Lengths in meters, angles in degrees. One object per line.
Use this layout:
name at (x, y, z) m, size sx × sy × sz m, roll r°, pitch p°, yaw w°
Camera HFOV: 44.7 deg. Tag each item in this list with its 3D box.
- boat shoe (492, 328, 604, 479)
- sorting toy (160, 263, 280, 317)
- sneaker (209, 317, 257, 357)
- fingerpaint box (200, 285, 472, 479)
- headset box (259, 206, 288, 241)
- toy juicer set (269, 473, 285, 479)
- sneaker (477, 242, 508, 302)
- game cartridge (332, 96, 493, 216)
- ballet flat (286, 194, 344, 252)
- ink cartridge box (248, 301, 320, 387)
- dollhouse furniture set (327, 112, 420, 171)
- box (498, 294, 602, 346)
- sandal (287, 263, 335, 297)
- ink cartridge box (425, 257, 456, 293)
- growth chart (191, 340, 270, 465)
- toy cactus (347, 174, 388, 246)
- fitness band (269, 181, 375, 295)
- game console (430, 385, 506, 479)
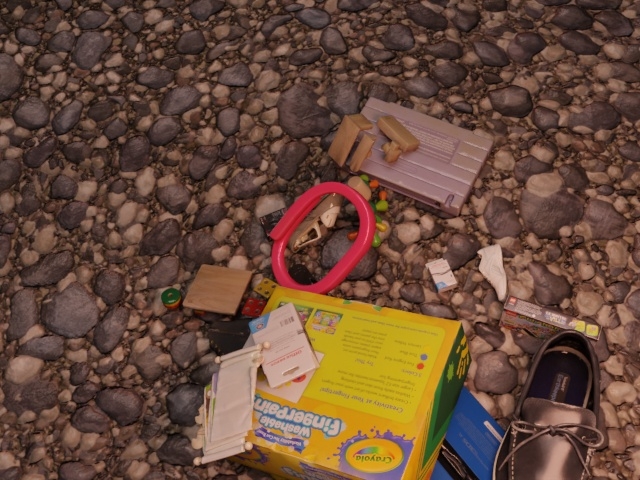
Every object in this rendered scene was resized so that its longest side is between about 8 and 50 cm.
boat shoe at (0.460, 0.386, 1.550) m, size 0.187 × 0.156 × 0.500 m, roll 13°, pitch 50°, yaw 17°
sorting toy at (-0.235, 0.129, 1.872) m, size 0.275 × 0.046 × 0.132 m, roll 7°, pitch 48°, yaw 14°
sneaker at (-0.203, 0.283, 1.791) m, size 0.118 × 0.083 × 0.222 m, roll -2°, pitch 53°, yaw 11°
fingerpaint box at (0.040, 0.318, 1.609) m, size 0.445 × 0.163 × 0.371 m, roll 8°, pitch 54°, yaw 28°
headset box at (-0.105, -0.042, 1.964) m, size 0.083 × 0.032 × 0.062 m, roll -22°, pitch 63°, yaw -3°
toy juicer set at (0.038, 0.535, 1.624) m, size 0.209 × 0.089 × 0.329 m, roll -28°, pitch 52°, yaw -11°
sneaker at (0.409, 0.080, 1.837) m, size 0.061 × 0.053 × 0.152 m, roll -11°, pitch 56°, yaw 11°
game cartridge at (0.239, -0.223, 2.004) m, size 0.355 × 0.068 × 0.230 m, roll 24°, pitch 64°, yaw 17°
ballet flat at (-0.003, -0.045, 1.900) m, size 0.213 × 0.072 × 0.068 m, roll -39°, pitch 70°, yaw 22°
ink cartridge box at (-0.070, 0.225, 1.579) m, size 0.104 × 0.060 × 0.180 m, roll -25°, pitch 45°, yaw 1°
dollhouse furniture set at (0.135, -0.235, 1.976) m, size 0.151 × 0.123 × 0.144 m, roll -18°, pitch 56°, yaw -42°
box at (0.507, 0.190, 1.731) m, size 0.207 × 0.114 × 0.036 m, roll 18°, pitch 67°, yaw 16°
sandal at (-0.019, 0.122, 1.866) m, size 0.067 × 0.040 × 0.179 m, roll -36°, pitch 65°, yaw -12°
ink cartridge box at (0.287, 0.079, 1.859) m, size 0.048 × 0.028 × 0.083 m, roll -19°, pitch 62°, yaw -4°
growth chart at (-0.181, 0.320, 1.534) m, size 0.172 × 0.021 × 0.237 m, roll -17°, pitch 53°, yaw 36°
toy cactus at (0.101, -0.092, 1.889) m, size 0.112 × 0.180 × 0.219 m, roll -8°, pitch 55°, yaw 19°
fitness band at (0.000, 0.000, 1.820) m, size 0.209 × 0.054 × 0.291 m, roll 46°, pitch 105°, yaw 21°
game console at (0.279, 0.494, 1.652) m, size 0.250 × 0.173 × 0.293 m, roll -19°, pitch 58°, yaw -39°
